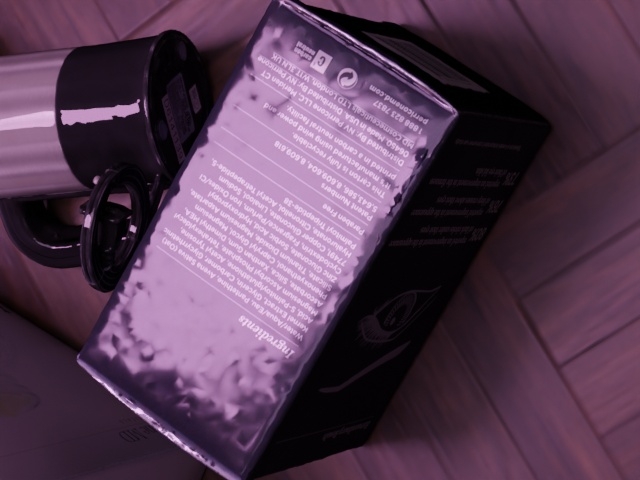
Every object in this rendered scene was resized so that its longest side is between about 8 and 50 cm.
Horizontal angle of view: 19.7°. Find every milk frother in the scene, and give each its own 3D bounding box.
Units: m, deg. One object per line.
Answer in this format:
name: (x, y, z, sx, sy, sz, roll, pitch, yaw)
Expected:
milk frother: (-0.141, -0.039, 0.964, 0.134, 0.143, 0.129, -5, 96, 21)

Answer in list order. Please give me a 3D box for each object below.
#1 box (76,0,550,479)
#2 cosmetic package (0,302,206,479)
box: (0.000, 0.000, 0.900, 0.108, 0.153, 0.207, 35, 103, 19)
cosmetic package: (-0.213, 0.116, 0.952, 0.224, 0.224, 0.138, 31, 103, 19)
